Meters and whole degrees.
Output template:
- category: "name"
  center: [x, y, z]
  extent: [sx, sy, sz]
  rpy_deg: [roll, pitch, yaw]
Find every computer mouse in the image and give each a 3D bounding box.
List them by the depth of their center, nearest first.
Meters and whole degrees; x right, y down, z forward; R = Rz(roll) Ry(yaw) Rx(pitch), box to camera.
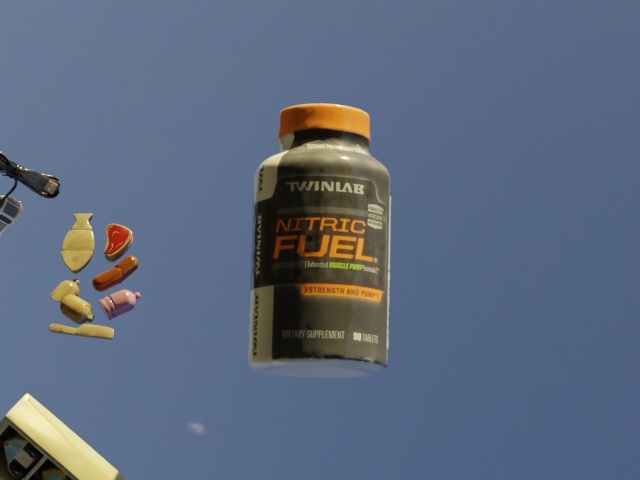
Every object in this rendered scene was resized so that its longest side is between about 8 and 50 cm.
- category: "computer mouse"
  center: [-0.390, -0.041, 1.907]
  extent: [0.193, 0.106, 0.042]
  rpy_deg: [-38, -134, 37]

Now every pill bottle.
- category: "pill bottle"
  center: [0.000, 0.000, 1.512]
  extent: [0.130, 0.130, 0.245]
  rpy_deg: [-9, -105, 44]

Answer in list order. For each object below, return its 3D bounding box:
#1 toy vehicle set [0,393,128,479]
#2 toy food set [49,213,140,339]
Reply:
- category: "toy vehicle set"
  center: [-0.282, 0.269, 1.602]
  extent: [0.267, 0.166, 0.035]
  rpy_deg: [-46, -176, 47]
- category: "toy food set"
  center: [-0.190, 0.034, 1.405]
  extent: [0.078, 0.019, 0.122]
  rpy_deg: [7, -123, 8]
